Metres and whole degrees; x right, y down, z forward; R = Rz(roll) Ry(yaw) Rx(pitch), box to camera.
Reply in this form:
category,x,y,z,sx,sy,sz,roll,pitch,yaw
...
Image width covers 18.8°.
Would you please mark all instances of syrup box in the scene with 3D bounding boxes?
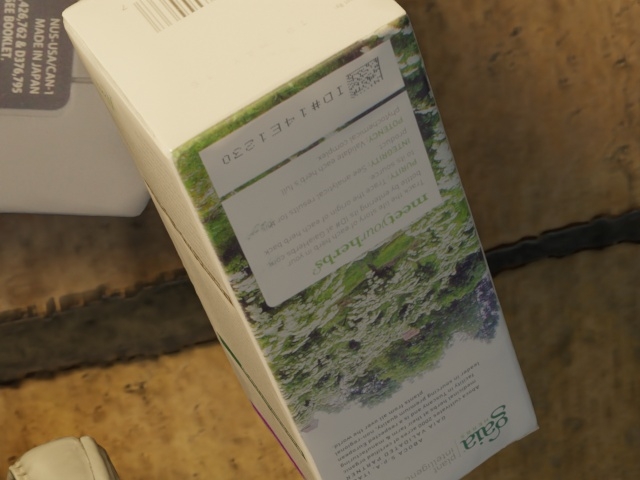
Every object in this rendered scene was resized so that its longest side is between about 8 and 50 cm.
category,x,y,z,sx,sy,sz,roll,pitch,yaw
syrup box,0.000,0.000,0.721,0.093,0.096,0.237,-31,137,-9

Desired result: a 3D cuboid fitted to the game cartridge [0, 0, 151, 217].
category,x,y,z,sx,sy,sz,roll,pitch,yaw
game cartridge,-0.118,-0.146,0.673,0.196,0.060,0.294,4,119,-11

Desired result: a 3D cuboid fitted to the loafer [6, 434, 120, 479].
category,x,y,z,sx,sy,sz,roll,pitch,yaw
loafer,-0.130,0.226,0.855,0.111,0.112,0.319,-6,122,-19
